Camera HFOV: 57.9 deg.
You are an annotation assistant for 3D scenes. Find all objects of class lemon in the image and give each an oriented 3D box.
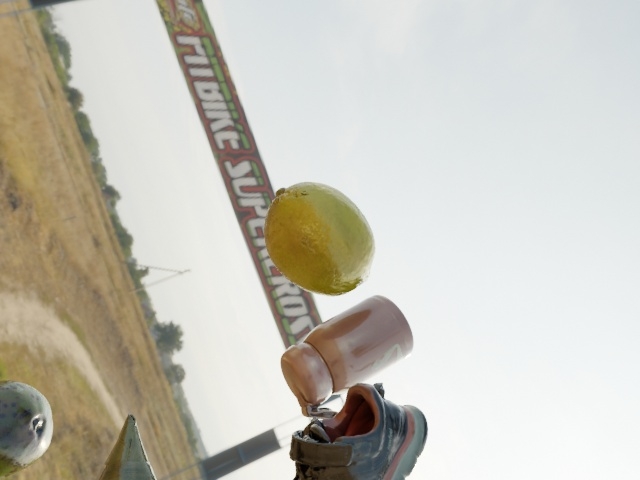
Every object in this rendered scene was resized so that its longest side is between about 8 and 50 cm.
[{"bbox_3d":[-0.003,-0.003,1.292,0.263,0.236,0.236,31,-32,14],"label":"lemon"}]

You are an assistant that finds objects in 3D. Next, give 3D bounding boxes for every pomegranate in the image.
[{"bbox_3d":[-0.781,0.451,1.344,0.231,0.286,0.230,161,-90,-78],"label":"pomegranate"}]

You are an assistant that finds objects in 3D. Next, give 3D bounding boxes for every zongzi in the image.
[{"bbox_3d":[-0.218,0.339,0.748,0.160,0.176,0.078,37,-45,-22],"label":"zongzi"}]

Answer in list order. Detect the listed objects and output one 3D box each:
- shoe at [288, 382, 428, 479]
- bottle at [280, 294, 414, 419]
[{"bbox_3d":[0.014,0.297,0.729,0.137,0.291,0.114,50,-23,-18],"label":"shoe"},{"bbox_3d":[0.062,0.273,1.333,0.206,0.297,0.173,66,-26,0],"label":"bottle"}]
